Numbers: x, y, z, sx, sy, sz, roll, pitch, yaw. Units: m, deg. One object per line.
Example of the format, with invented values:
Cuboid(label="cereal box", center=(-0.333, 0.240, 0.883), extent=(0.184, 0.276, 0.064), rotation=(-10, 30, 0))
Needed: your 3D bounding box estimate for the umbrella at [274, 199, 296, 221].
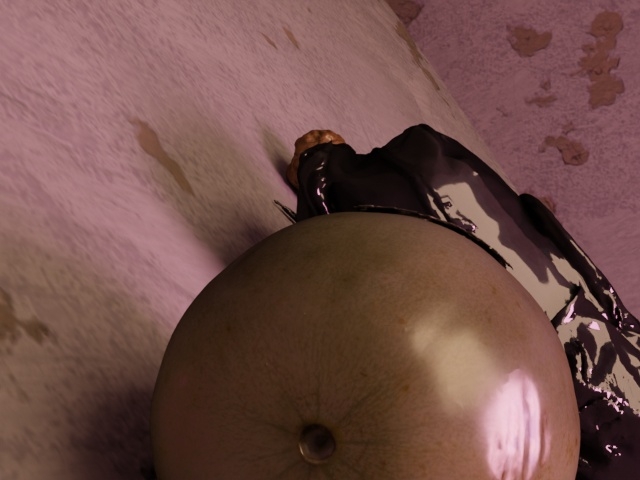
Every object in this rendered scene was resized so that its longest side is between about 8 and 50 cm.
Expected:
Cuboid(label="umbrella", center=(0.003, 0.000, 1.427), extent=(0.149, 0.022, 0.022), rotation=(43, -23, -30))

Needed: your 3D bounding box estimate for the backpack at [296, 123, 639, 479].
Cuboid(label="backpack", center=(0.144, 0.074, 1.218), extent=(0.446, 0.254, 0.363), rotation=(52, -1, -1))

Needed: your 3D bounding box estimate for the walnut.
Cuboid(label="walnut", center=(0.001, -0.086, 1.501), extent=(0.096, 0.082, 0.079), rotation=(-84, 166, -60))

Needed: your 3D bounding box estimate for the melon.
Cuboid(label="melon", center=(0.032, 0.112, 0.828), extent=(0.268, 0.268, 0.330), rotation=(56, 9, 11))
